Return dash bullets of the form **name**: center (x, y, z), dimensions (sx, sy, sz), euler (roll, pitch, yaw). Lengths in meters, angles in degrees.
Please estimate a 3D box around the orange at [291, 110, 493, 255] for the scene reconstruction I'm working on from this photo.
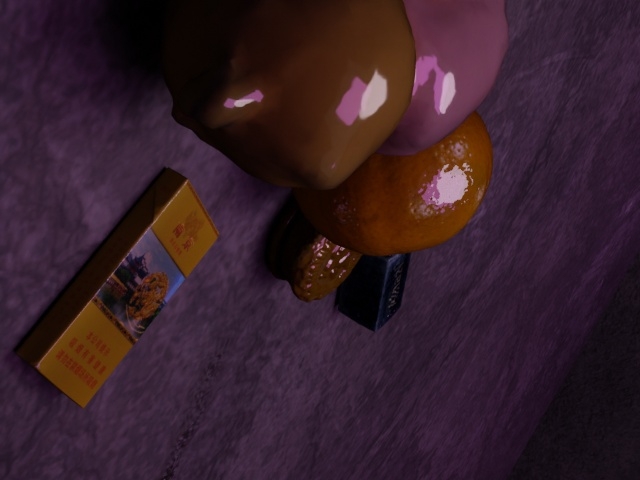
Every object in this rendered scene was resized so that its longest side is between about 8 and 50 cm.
- **orange**: center (0.052, -0.054, 0.831), dimensions (0.156, 0.156, 0.124), euler (-26, 120, -53)

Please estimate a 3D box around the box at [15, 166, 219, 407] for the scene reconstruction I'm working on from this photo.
- **box**: center (-0.130, 0.033, 0.737), dimensions (0.155, 0.023, 0.087), euler (-53, 154, -15)

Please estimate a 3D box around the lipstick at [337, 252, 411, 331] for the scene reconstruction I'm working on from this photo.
- **lipstick**: center (0.064, -0.044, 1.007), dimensions (0.051, 0.051, 0.312), euler (-38, 149, -38)

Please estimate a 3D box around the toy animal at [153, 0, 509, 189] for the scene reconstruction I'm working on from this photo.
- **toy animal**: center (0.007, -0.119, 0.658), dimensions (0.195, 0.169, 0.281), euler (-32, 175, 39)

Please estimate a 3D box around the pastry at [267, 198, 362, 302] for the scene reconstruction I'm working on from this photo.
- **pastry**: center (0.000, 0.000, 0.927), dimensions (0.109, 0.057, 0.097), euler (-4, 127, -61)
